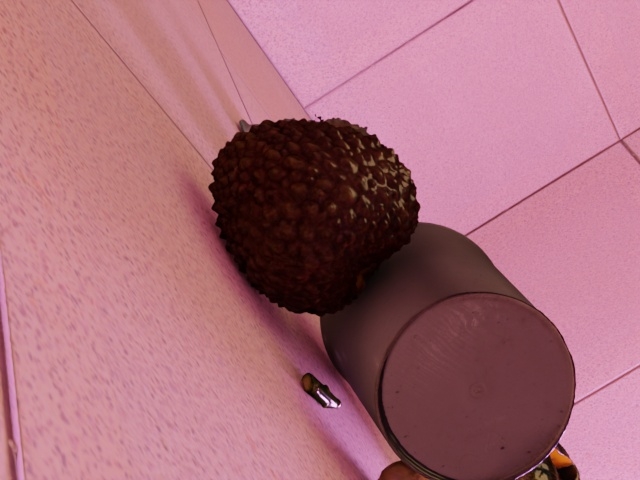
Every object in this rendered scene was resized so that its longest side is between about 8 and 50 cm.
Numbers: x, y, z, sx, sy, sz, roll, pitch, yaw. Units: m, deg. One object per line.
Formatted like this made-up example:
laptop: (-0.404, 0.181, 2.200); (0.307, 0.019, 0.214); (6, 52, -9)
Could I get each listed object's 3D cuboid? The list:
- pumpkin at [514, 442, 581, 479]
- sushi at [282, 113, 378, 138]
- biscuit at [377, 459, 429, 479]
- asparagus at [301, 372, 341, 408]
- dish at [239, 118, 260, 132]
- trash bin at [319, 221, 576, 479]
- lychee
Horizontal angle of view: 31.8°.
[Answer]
pumpkin: (0.325, 0.434, 1.822); (0.320, 0.192, 0.320); (49, 23, -29)
sushi: (0.000, -0.079, 1.911); (0.218, 0.225, 0.238); (91, 21, -44)
biscuit: (0.167, 0.399, 1.375); (0.274, 0.091, 0.213); (59, 8, 28)
asparagus: (0.002, 0.192, 1.406); (0.108, 0.021, 0.025); (49, 15, -55)
dish: (-0.072, -0.156, 2.215); (0.224, 0.078, 0.246); (57, 7, -16)
trash bin: (0.156, 0.138, 1.513); (0.280, 0.280, 0.432); (56, 0, -13)
lychee: (-0.020, -0.045, 1.438); (0.271, 0.271, 0.271); (57, 7, -10)
